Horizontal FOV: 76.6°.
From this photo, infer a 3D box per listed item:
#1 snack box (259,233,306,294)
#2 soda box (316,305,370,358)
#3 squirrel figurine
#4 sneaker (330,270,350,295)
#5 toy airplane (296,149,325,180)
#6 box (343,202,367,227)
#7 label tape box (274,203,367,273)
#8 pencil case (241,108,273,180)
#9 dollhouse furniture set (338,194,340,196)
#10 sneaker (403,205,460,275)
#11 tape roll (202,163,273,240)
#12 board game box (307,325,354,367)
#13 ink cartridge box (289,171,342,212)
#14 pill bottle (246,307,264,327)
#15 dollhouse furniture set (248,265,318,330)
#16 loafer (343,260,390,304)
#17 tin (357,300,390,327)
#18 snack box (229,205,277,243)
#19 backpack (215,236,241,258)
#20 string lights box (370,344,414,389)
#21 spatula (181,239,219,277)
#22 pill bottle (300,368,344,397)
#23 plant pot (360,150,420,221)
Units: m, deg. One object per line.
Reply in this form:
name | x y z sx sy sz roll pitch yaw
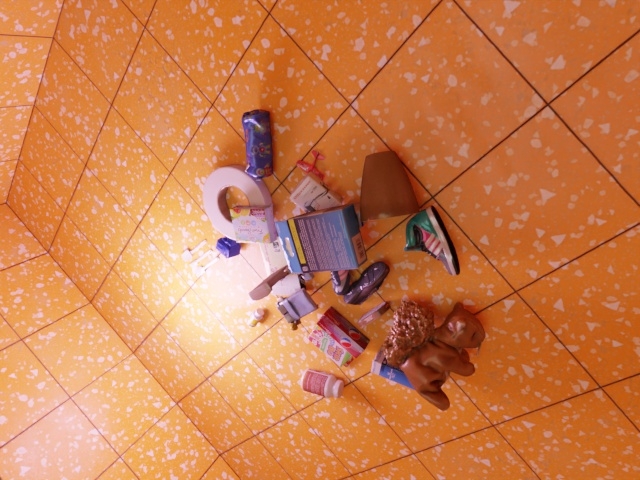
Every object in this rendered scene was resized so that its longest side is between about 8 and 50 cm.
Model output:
snack box | -0.192 0.123 2.056 0.187 0.060 0.322 -2 110 27
soda box | 0.113 0.456 2.018 0.263 0.092 0.083 40 125 7
squirrel figurine | 0.477 0.421 1.711 0.396 0.281 0.371 32 116 10
sneaker | 0.064 0.117 1.860 0.112 0.131 0.319 21 118 46
toy airplane | -0.034 -0.334 1.796 0.151 0.028 0.151 10 116 22
box | 0.140 -0.108 1.735 0.126 0.137 0.072 -1 112 28
label tape box | 0.000 0.000 1.707 0.347 0.115 0.249 -8 105 36
pencil case | -0.285 -0.430 1.828 0.119 0.133 0.306 32 128 53
dollhouse furniture set | 0.010 -0.207 1.831 0.151 0.059 0.076 26 115 -6
sneaker | 0.432 0.026 1.643 0.178 0.123 0.296 -24 91 28
tape roll | -0.417 -0.186 2.037 0.391 0.072 0.393 10 115 23
board game box | 0.061 0.556 2.126 0.259 0.039 0.124 38 124 6
ink cartridge box | -0.019 -0.183 1.767 0.190 0.082 0.140 38 113 -13
pill bottle | -0.364 0.432 2.276 0.065 0.065 0.116 43 124 5
dollhouse furniture set | -0.137 0.288 1.946 0.286 0.198 0.303 -31 96 32
loafer | 0.224 0.202 1.862 0.095 0.109 0.302 25 130 -23
tin | 0.246 0.346 1.892 0.040 0.106 0.189 50 124 1
snack box | -0.320 -0.078 1.947 0.206 0.070 0.175 4 112 28
backpack | -0.490 0.024 2.154 0.120 0.098 0.101 28 113 30
string lights box | 0.384 0.602 1.912 0.259 0.133 0.077 17 118 22
spatula | -0.694 0.101 2.338 0.242 0.019 0.168 -32 93 34
pill bottle | 0.012 0.777 2.191 0.216 0.121 0.121 7 114 26
plant pot | 0.257 -0.215 1.595 0.237 0.237 0.255 -7 93 30
